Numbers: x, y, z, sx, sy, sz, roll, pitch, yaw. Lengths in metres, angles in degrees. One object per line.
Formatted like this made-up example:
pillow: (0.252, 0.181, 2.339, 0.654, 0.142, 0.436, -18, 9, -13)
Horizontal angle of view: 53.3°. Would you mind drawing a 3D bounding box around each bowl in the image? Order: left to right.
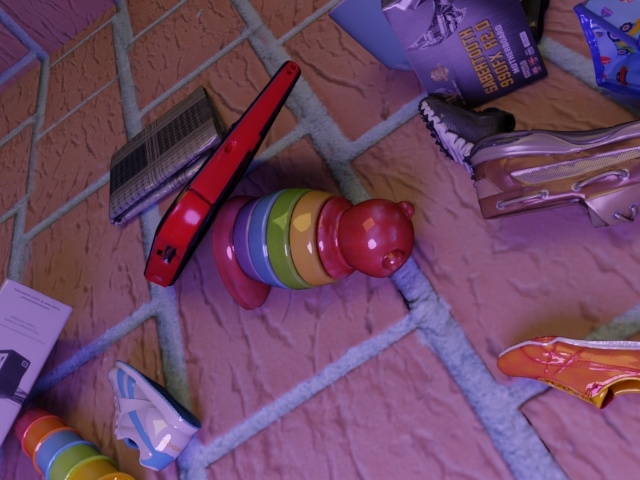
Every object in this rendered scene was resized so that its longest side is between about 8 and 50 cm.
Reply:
bowl: (0.185, -0.410, 1.112, 0.312, 0.163, 0.311, -31, 12, 7)

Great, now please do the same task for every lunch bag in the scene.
lunch bag: (0.483, -0.249, 0.754, 0.221, 0.138, 0.293, -29, 30, 9)

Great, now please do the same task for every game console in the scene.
game console: (-0.177, -0.096, 1.079, 0.342, 0.060, 0.386, -62, 9, -23)

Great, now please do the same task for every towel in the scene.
towel: (-0.365, -0.206, 1.502, 0.324, 0.056, 0.312, -36, 36, 9)

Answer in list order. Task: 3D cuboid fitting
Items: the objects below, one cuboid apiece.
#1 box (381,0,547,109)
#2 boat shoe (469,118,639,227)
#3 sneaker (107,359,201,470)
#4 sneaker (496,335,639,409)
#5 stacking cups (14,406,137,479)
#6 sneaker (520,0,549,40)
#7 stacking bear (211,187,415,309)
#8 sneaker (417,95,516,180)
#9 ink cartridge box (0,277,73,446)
box: (0.225, -0.317, 0.987, 0.183, 0.231, 0.056, -21, 41, 22)
boat shoe: (0.347, -0.074, 0.773, 0.324, 0.123, 0.119, -1, 85, 27)
sneaker: (-0.275, 0.255, 0.962, 0.229, 0.087, 0.092, 23, 71, 49)
sneaker: (0.266, 0.138, 0.665, 0.175, 0.064, 0.067, -6, 60, 38)
stacking cups: (-0.384, 0.341, 0.980, 0.316, 0.096, 0.096, 10, 60, 49)
sneaker: (0.339, -0.385, 1.103, 0.089, 0.051, 0.170, 0, 57, 32)
stacking bear: (0.000, 0.000, 0.937, 0.289, 0.164, 0.175, -2, 52, 31)
sneaker: (0.235, -0.164, 0.963, 0.106, 0.078, 0.234, -34, 43, 3)
ink cartridge box: (-0.575, 0.252, 1.106, 0.223, 0.129, 0.307, -36, 30, 51)
